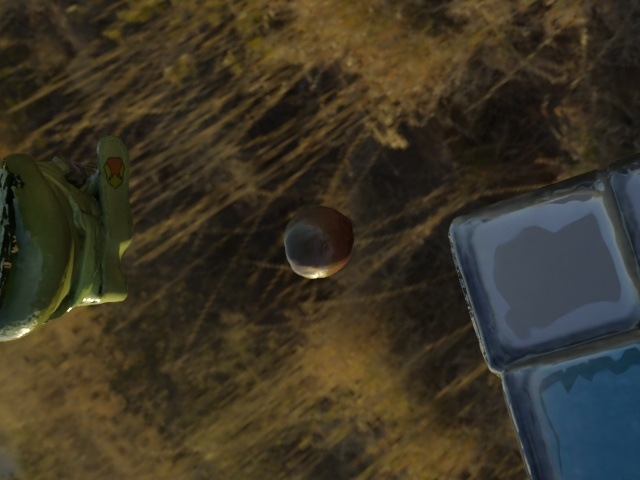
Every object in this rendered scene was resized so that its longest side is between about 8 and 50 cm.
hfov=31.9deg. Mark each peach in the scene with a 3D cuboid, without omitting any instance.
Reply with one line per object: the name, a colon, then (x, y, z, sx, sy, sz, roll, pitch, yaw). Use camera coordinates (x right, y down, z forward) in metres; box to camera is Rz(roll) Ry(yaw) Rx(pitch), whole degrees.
peach: (-0.001, 0.002, 1.234, 0.083, 0.083, 0.083, 37, 147, 29)

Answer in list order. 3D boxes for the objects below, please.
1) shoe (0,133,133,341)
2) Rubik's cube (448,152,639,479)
shoe: (-0.208, -0.011, 0.866, 0.262, 0.128, 0.140, -157, 64, -71)
Rubik's cube: (0.225, 0.091, 0.485, 0.256, 0.259, 0.253, 39, -146, -72)
